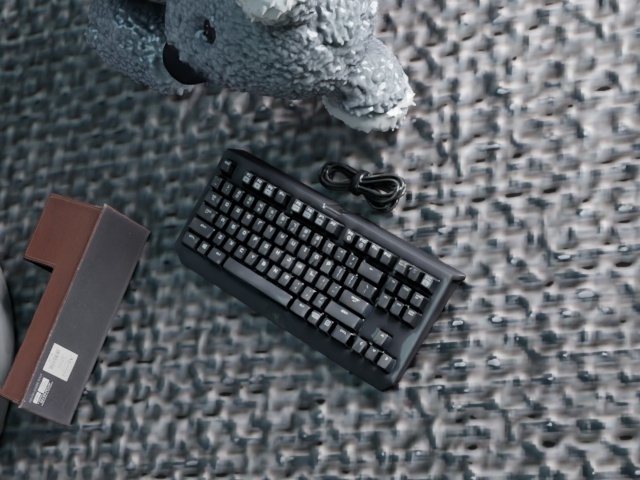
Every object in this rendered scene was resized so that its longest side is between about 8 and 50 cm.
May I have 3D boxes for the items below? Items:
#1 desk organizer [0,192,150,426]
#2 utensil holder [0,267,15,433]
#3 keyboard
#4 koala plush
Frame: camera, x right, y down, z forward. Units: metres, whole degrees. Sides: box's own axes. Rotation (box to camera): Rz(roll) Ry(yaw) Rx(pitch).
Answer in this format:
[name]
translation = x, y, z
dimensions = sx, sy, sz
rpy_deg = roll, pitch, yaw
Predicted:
[desk organizer]
translation = -0.159, 0.041, 0.983
dimensions = 0.050, 0.047, 0.130
rpy_deg = 15, 78, 36
[utensil holder]
translation = -0.413, 0.042, 0.923
dimensions = 0.327, 0.385, 0.328
rpy_deg = -11, 66, 25
[keyboard]
translation = 0.000, 0.000, 0.922
dimensions = 0.180, 0.023, 0.108
rpy_deg = 30, 87, 34
[koala plush]
translation = -0.042, -0.161, 0.916
dimensions = 0.203, 0.196, 0.221
rpy_deg = -40, 52, -2
